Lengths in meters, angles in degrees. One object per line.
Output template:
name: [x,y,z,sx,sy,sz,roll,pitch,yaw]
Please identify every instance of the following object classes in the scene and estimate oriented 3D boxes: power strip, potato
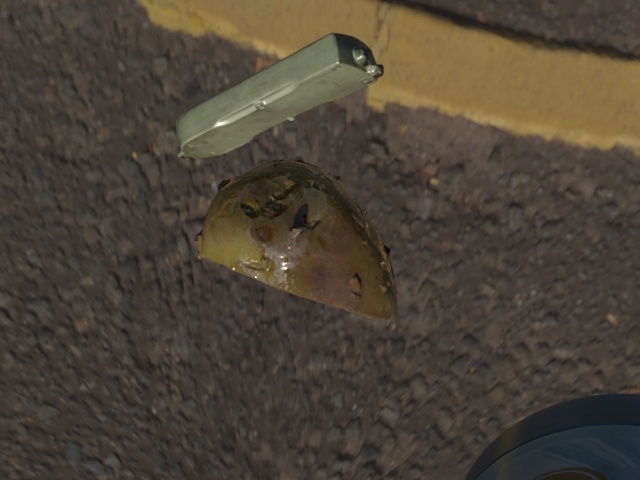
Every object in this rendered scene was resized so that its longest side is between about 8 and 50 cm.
power strip: [-0.059,-0.163,1.531,0.286,0.080,0.048,-24,65,31]
potato: [0.000,0.000,0.992,0.172,0.089,0.100,22,94,-10]

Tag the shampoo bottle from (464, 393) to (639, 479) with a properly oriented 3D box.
shampoo bottle: [0.236,0.344,1.022,0.331,0.342,0.331,6,114,14]
